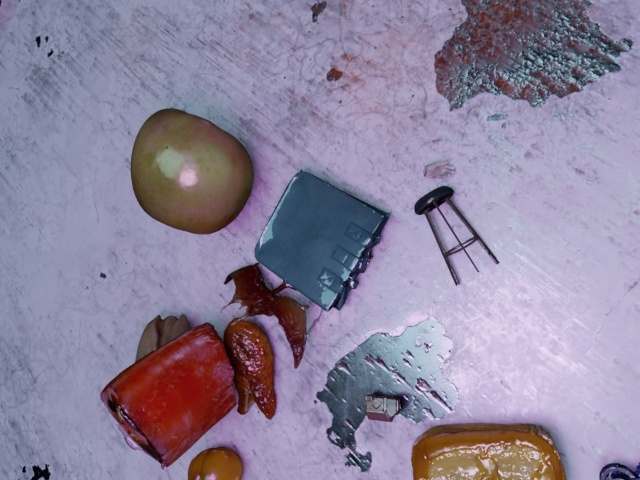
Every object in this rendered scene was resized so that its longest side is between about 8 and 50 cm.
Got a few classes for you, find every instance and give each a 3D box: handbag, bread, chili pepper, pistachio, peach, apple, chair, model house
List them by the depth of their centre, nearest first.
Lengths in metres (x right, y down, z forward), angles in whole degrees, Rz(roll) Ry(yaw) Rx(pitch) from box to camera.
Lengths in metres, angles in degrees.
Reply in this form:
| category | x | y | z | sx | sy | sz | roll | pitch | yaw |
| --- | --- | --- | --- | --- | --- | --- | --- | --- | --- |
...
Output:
| category | x | y | z | sx | sy | sz | roll | pitch | yaw |
| --- | --- | --- | --- | --- | --- | --- | --- | --- | --- |
| bread | 0.329 | 0.448 | 0.978 | 0.288 | 0.119 | 0.152 | -12 | 84 | 26 |
| chair | 0.282 | -0.022 | 1.056 | 0.104 | 0.095 | 0.221 | -30 | 71 | 10 |
| model house | 0.143 | 0.382 | 1.113 | 0.083 | 0.057 | 0.058 | -2 | 80 | 25 |
| chili pepper | -0.329 | 0.364 | 1.177 | 0.229 | 0.305 | 0.251 | -18 | 101 | 57 |
| handbag | 0.000 | 0.000 | 1.203 | 0.274 | 0.100 | 0.268 | 29 | 95 | 25 |
| bread | -0.185 | 0.331 | 1.267 | 0.139 | 0.095 | 0.268 | -9 | 86 | 34 |
| peach | -0.272 | 0.604 | 1.267 | 0.138 | 0.138 | 0.138 | -3 | 84 | 27 |
| apple | -0.335 | -0.167 | 1.268 | 0.319 | 0.319 | 0.277 | 25 | 89 | 27 |
| pistachio | -0.421 | 0.350 | 1.352 | 0.162 | 0.181 | 0.293 | -4 | 86 | -10 |

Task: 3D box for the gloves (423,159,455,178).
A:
| category | x | y | z | sx | sy | sz | roll | pitch | yaw |
| --- | --- | --- | --- | --- | --- | --- | --- | --- | --- |
| gloves | 0.262 | -0.160 | 1.109 | 0.081 | 0.037 | 0.044 | 10 | 126 | 13 |

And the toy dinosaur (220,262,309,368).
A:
| category | x | y | z | sx | sy | sz | roll | pitch | yaw |
| --- | --- | --- | --- | --- | --- | --- | --- | --- | --- |
| toy dinosaur | -0.154 | 0.163 | 1.247 | 0.327 | 0.206 | 0.113 | 15 | 131 | 22 |

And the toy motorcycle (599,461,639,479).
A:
| category | x | y | z | sx | sy | sz | roll | pitch | yaw |
| --- | --- | --- | --- | --- | --- | --- | --- | --- | --- |
| toy motorcycle | 0.608 | 0.446 | 0.863 | 0.205 | 0.076 | 0.114 | -14 | 86 | 26 |
